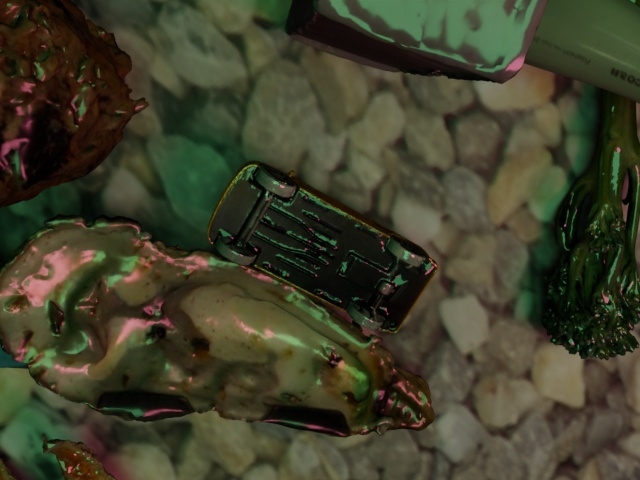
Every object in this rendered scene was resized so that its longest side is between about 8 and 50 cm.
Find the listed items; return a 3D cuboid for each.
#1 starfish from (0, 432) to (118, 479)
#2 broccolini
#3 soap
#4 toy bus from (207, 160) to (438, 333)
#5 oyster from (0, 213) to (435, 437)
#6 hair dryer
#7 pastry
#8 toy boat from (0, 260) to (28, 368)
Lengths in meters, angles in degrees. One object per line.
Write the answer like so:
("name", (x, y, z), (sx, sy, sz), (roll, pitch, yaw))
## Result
("starfish", (-0.167, 0.262, 0.669), (0.301, 0.084, 0.293), (-41, 104, 8))
("broccolini", (0.209, -0.099, 0.631), (0.079, 0.074, 0.392), (-4, 103, -5))
("soap", (0.076, -0.235, 0.477), (0.107, 0.296, 0.285), (19, 98, -10))
("toy bus", (0.000, 0.000, 0.632), (0.162, 0.074, 0.069), (28, 106, -13))
("oyster", (-0.065, 0.081, 0.625), (0.345, 0.078, 0.129), (20, 75, -22))
("hair dryer", (0.196, -0.193, 0.519), (0.206, 0.075, 0.237), (32, 139, 25))
("pastry", (-0.247, -0.097, 0.496), (0.275, 0.275, 0.193), (-16, 99, -2))
("toy boat", (-0.248, 0.046, 0.627), (0.185, 0.077, 0.075), (21, 101, -1))
